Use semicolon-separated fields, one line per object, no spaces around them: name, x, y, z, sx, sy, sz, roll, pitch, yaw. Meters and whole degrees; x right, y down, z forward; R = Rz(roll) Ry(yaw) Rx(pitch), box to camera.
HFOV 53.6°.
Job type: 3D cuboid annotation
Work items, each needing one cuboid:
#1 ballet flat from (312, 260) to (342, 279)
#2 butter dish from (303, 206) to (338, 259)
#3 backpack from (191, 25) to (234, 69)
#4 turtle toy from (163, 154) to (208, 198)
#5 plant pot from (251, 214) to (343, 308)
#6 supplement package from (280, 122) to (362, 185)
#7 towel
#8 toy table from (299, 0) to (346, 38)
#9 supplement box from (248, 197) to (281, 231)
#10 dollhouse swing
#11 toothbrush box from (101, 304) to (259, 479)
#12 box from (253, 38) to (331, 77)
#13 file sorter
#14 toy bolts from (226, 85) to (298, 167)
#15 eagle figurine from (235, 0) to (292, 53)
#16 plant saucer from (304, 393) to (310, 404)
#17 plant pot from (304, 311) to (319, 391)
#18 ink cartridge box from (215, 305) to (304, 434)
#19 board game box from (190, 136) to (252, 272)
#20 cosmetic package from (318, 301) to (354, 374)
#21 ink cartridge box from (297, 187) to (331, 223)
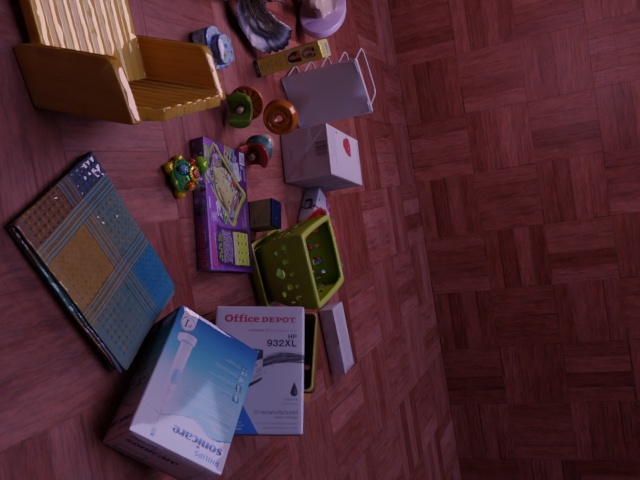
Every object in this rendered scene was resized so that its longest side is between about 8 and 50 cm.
ballet flat;0.000;0.110;2.215;0.241;0.091;0.077;-8;121;-62
butter dish;0.000;0.000;2.111;0.160;0.118;0.160;-43;134;-11
backpack;-0.289;-0.522;1.721;0.105;0.084;0.114;-52;127;-62
turtle toy;-0.323;-0.167;1.555;0.130;0.066;0.095;-60;136;-55
plant pot;-0.079;0.068;1.864;0.227;0.207;0.228;-41;119;-63
supplement package;0.010;-0.280;2.210;0.293;0.175;0.177;6;76;-66
towel;-0.437;0.043;1.272;0.271;0.040;0.370;-68;141;-50
toy table;-0.002;-0.899;2.338;0.160;0.252;0.274;77;7;-57
supplement box;-0.164;-0.074;1.865;0.056;0.083;0.083;28;57;-62
dollhouse swing;-0.383;-0.424;1.252;0.347;0.315;0.304;-41;140;-62
toothbrush box;-0.282;0.323;1.329;0.216;0.126;0.295;36;43;-23
box;-0.090;-0.577;2.004;0.087;0.232;0.058;-49;124;-61
file sorter;0.038;-0.543;2.234;0.173;0.278;0.192;-68;143;-51
toy bolts;-0.158;-0.333;1.848;0.158;0.219;0.228;-66;159;-60
eagle figurine;-0.188;-0.736;1.926;0.226;0.225;0.298;-52;171;-12
plant saucer;-0.050;0.488;2.041;0.083;0.013;0.083;-8;90;-66
plant pot;-0.099;0.330;1.762;0.187;0.212;0.212;63;28;-62
ink cartridge box;-0.151;0.322;1.567;0.129;0.223;0.307;97;-6;-72
board game box;-0.262;-0.086;1.699;0.208;0.056;0.346;16;68;-69
cosmetic package;0.057;0.349;2.268;0.099;0.061;0.238;-28;109;-67
ink cartridge box;-0.020;-0.091;2.224;0.109;0.063;0.150;58;33;-44
